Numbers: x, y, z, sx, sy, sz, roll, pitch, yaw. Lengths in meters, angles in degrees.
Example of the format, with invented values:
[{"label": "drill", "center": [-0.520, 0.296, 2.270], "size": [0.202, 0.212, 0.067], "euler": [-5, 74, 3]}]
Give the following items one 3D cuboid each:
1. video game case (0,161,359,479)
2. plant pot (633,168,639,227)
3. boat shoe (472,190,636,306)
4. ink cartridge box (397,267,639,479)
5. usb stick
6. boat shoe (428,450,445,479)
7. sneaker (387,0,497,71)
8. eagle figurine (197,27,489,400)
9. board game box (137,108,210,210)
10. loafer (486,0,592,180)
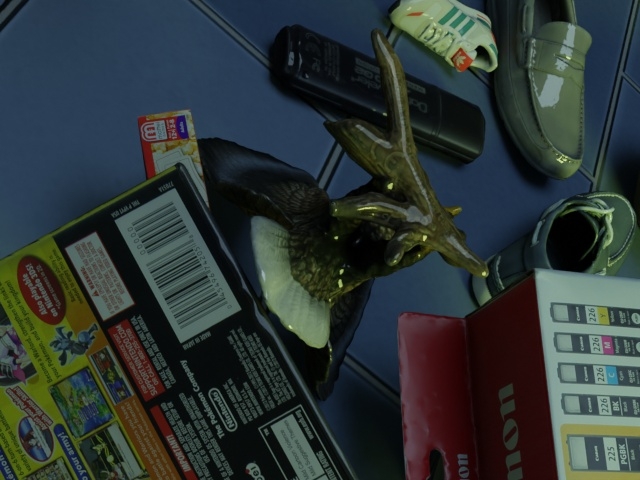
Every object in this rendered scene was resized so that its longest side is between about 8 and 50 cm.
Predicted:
[{"label": "video game case", "center": [-0.138, 0.123, 0.813], "size": [0.248, 0.035, 0.275], "euler": [-29, 83, -5]}, {"label": "plant pot", "center": [0.482, -0.043, 1.529], "size": [0.237, 0.109, 0.237], "euler": [23, 50, -30]}, {"label": "boat shoe", "center": [0.292, 0.007, 1.334], "size": [0.319, 0.099, 0.116], "euler": [-26, 82, -47]}, {"label": "ink cartridge box", "center": [0.215, 0.191, 0.963], "size": [0.271, 0.130, 0.310], "euler": [5, 66, -20]}, {"label": "usb stick", "center": [0.069, -0.154, 1.282], "size": [0.278, 0.045, 0.077], "euler": [19, 60, -33]}, {"label": "boat shoe", "center": [0.245, 0.309, 1.077], "size": [0.355, 0.130, 0.132], "euler": [46, 44, -8]}, {"label": "sneaker", "center": [0.151, -0.241, 1.399], "size": [0.161, 0.057, 0.075], "euler": [11, 52, -40]}, {"label": "eagle figurine", "center": [0.010, 0.001, 0.961], "size": [0.225, 0.298, 0.226], "euler": [22, 69, -24]}, {"label": "board game box", "center": [-0.105, 0.017, 0.944], "size": [0.045, 0.147, 0.194], "euler": [-9, 66, -8]}, {"label": "loafer", "center": [0.277, -0.224, 1.459], "size": [0.112, 0.111, 0.320], "euler": [15, 55, -34]}]
